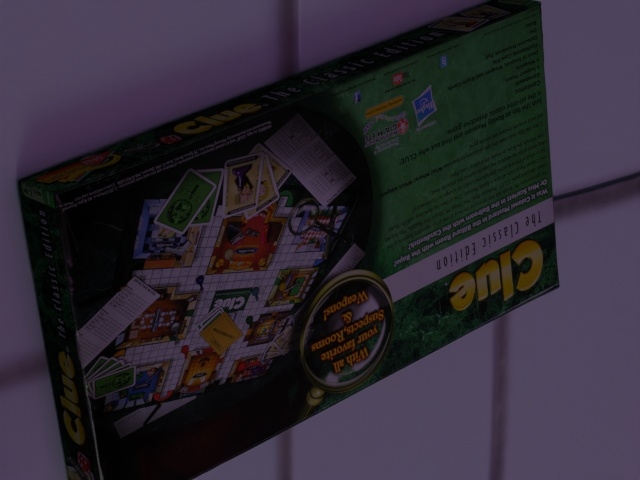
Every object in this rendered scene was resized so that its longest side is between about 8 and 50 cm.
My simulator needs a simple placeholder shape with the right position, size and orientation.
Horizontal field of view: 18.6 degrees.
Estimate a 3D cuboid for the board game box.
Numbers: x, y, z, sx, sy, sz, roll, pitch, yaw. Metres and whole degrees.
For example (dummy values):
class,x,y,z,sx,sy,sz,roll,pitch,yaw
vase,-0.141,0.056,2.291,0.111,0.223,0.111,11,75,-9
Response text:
class,x,y,z,sx,sy,sz,roll,pitch,yaw
board game box,0.000,0.000,0.784,0.260,0.030,0.136,-24,116,-38
